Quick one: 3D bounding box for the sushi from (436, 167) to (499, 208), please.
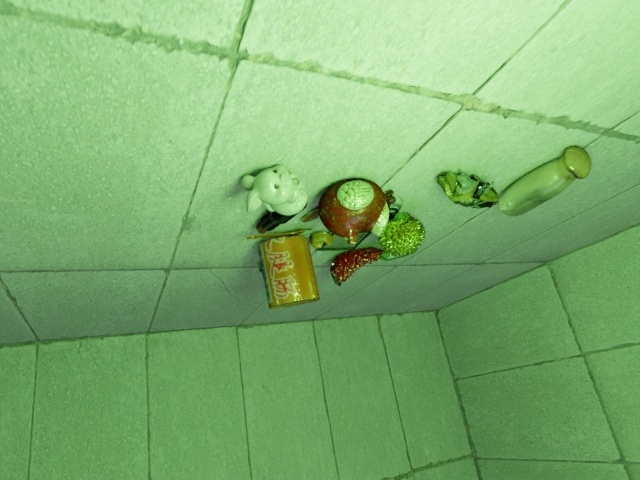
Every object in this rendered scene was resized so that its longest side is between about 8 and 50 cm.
[{"bbox_3d":[0.549,-0.202,1.614,0.291,0.139,0.131,3,135,-32],"label":"sushi"}]

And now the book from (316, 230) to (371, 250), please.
[{"bbox_3d":[0.115,-0.014,1.986,0.202,0.027,0.264,-2,157,-21],"label":"book"}]

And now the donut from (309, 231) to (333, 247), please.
[{"bbox_3d":[0.000,0.000,1.916,0.108,0.043,0.097,-20,142,35],"label":"donut"}]

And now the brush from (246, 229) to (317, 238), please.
[{"bbox_3d":[-0.164,-0.024,1.770,0.314,0.017,0.090,-7,172,-35],"label":"brush"}]

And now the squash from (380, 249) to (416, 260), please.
[{"bbox_3d":[0.408,0.058,2.244,0.219,0.068,0.077,-18,173,18],"label":"squash"}]

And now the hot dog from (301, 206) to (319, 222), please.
[{"bbox_3d":[-0.023,-0.104,1.699,0.044,0.028,0.137,2,155,-46],"label":"hot dog"}]

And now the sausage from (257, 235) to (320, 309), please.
[{"bbox_3d":[-0.139,0.137,1.861,0.233,0.287,0.233,-11,166,-3],"label":"sausage"}]

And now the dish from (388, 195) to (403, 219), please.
[{"bbox_3d":[0.272,-0.115,1.735,0.141,0.078,0.141,-9,159,-3],"label":"dish"}]

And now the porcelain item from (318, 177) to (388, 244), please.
[{"bbox_3d":[0.118,-0.090,1.523,0.253,0.253,0.253,-9,159,-4],"label":"porcelain item"}]

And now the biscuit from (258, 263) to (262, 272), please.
[{"bbox_3d":[-0.192,0.110,2.131,0.250,0.046,0.147,-16,159,11],"label":"biscuit"}]

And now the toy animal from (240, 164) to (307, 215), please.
[{"bbox_3d":[-0.147,-0.154,1.383,0.178,0.127,0.193,-23,158,34],"label":"toy animal"}]

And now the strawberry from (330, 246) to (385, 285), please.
[{"bbox_3d":[0.173,0.099,2.206,0.306,0.137,0.233,-36,178,-2],"label":"strawberry"}]

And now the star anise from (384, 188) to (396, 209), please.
[{"bbox_3d":[0.216,-0.124,1.657,0.191,0.097,0.070,-27,138,36],"label":"star anise"}]

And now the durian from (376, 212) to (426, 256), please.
[{"bbox_3d":[0.335,-0.025,1.783,0.200,0.176,0.237,-36,177,7],"label":"durian"}]

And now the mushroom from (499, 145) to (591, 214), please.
[{"bbox_3d":[0.851,-0.212,1.682,0.154,0.137,0.407,10,151,-16],"label":"mushroom"}]

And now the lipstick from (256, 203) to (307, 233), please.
[{"bbox_3d":[-0.155,-0.095,1.591,0.081,0.081,0.300,6,159,-35],"label":"lipstick"}]
